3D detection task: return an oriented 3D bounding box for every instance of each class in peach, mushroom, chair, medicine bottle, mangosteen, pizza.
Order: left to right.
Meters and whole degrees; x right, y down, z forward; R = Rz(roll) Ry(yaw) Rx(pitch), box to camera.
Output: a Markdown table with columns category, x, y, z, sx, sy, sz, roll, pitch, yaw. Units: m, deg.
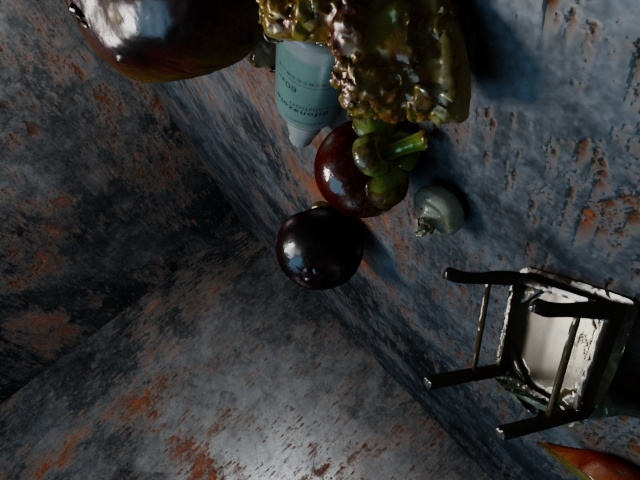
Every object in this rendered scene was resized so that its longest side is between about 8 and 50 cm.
| category | x | y | z | sx | sy | sz | roll | pitch | yaw |
| --- | --- | --- | --- | --- | --- | --- | --- | --- | --- |
| mushroom | -0.209 | -0.378 | 0.628 | 0.346 | 0.260 | 0.345 | 10 | 111 | 27 |
| medicine bottle | -0.015 | -0.231 | 0.660 | 0.110 | 0.110 | 0.352 | 50 | 168 | 4 |
| mangosteen | 0.000 | 0.000 | 1.120 | 0.265 | 0.228 | 0.228 | -83 | -26 | -44 |
| pizza | 0.031 | -0.222 | 0.424 | 0.305 | 0.161 | 0.085 | 45 | -159 | -2 |
| mangosteen | 0.069 | -0.109 | 0.632 | 0.156 | 0.146 | 0.181 | 56 | 167 | -12 |
| mushroom | 0.167 | -0.037 | 0.646 | 0.085 | 0.079 | 0.085 | 50 | 171 | 11 |
| chair | 0.310 | 0.140 | 0.557 | 0.160 | 0.319 | 0.186 | 22 | 105 | 63 |
| peach | 0.528 | 0.433 | 0.767 | 0.279 | 0.068 | 0.189 | 34 | 167 | 48 |
